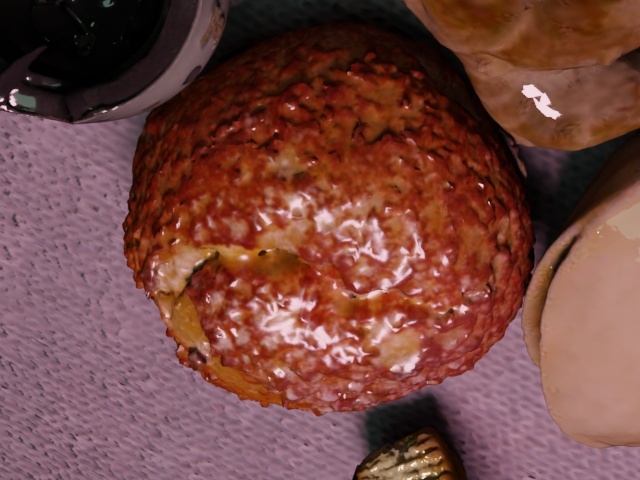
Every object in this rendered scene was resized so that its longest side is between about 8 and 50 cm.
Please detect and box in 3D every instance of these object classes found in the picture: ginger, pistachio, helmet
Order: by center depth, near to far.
[{"bbox_3d":[0.082,-0.207,0.757,0.256,0.176,0.375,-26,115,10],"label":"ginger"},{"bbox_3d":[-0.119,-0.139,0.882,0.177,0.107,0.153,21,101,30],"label":"helmet"},{"bbox_3d":[0.188,0.027,0.908,0.152,0.126,0.223,-7,138,-13],"label":"pistachio"}]

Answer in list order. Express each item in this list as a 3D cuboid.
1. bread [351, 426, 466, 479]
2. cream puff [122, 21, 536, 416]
[{"bbox_3d":[0.073,0.199,1.050,0.069,0.140,0.128,-20,160,6],"label":"bread"},{"bbox_3d":[-0.001,0.000,0.918,0.240,0.164,0.240,6,129,7],"label":"cream puff"}]
